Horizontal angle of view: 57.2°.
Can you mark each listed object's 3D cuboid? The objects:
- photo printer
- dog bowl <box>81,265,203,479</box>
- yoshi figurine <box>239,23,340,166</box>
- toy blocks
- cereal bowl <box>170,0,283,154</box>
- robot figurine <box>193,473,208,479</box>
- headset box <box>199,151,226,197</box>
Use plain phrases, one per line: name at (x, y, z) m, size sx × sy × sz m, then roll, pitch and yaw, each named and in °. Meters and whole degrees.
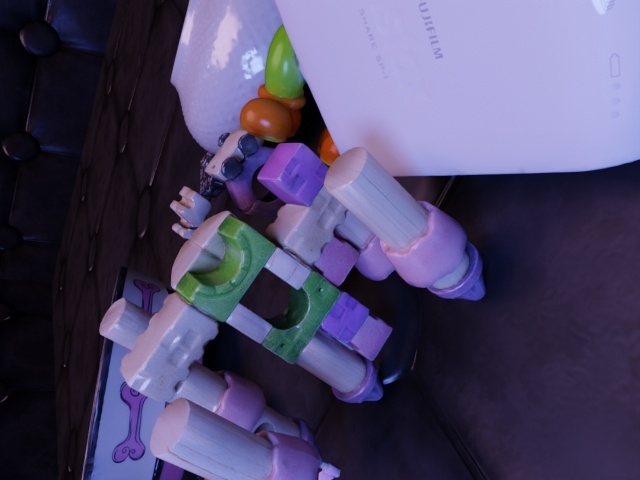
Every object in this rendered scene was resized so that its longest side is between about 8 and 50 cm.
photo printer at (0.102, -0.169, 0.430) m, size 0.307 × 0.107 × 0.256 m, roll 8°, pitch 128°, yaw 53°
dog bowl at (-0.303, 0.255, 1.011) m, size 0.408 × 0.150 × 0.408 m, roll -171°, pitch 90°, yaw -72°
yoshi figurine at (0.039, -0.259, 0.613) m, size 0.203 × 0.203 × 0.362 m, roll 36°, pitch 112°, yaw 41°
toy blocks at (-0.016, 0.079, 0.581) m, size 0.288 × 0.260 × 0.309 m, roll -56°, pitch 32°, yaw -8°
cereal bowl at (-0.131, -0.290, 0.861) m, size 0.339 × 0.141 × 0.339 m, roll -165°, pitch 90°, yaw -73°
robot figurine at (-0.105, 0.352, 0.788) m, size 0.211 × 0.085 × 0.291 m, roll -57°, pitch 39°, yaw 35°
headset box at (-0.206, -0.132, 1.127) m, size 0.062 × 0.032 × 0.083 m, roll -28°, pitch 58°, yaw 53°
